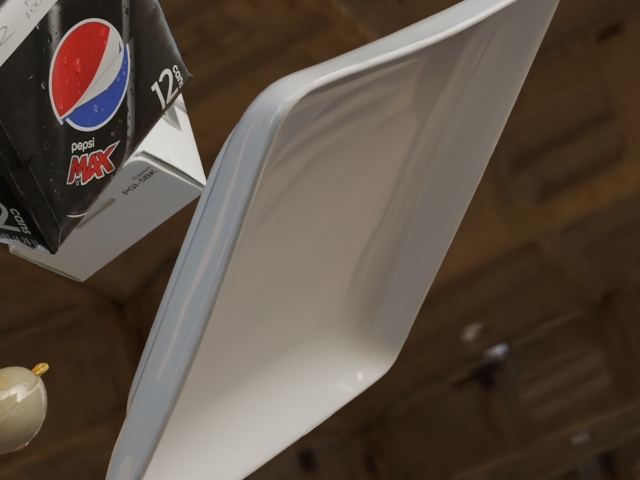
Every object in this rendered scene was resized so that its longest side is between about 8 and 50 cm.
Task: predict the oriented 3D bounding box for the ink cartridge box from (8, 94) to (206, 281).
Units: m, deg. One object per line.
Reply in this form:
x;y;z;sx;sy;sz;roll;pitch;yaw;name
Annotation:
-0.126;-0.061;1.014;0.099;0.135;0.056;-35;-39;23;ink cartridge box

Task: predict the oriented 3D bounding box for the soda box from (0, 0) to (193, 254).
-0.116;-0.048;0.413;0.169;0.060;0.053;12;-38;30;soda box

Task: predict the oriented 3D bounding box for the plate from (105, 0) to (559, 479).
0.000;0.000;0.940;0.278;0.045;0.277;-29;-32;-52;plate

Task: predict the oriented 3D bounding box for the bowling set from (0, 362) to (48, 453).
-0.203;0.092;0.913;0.154;0.200;0.287;-9;27;50;bowling set
